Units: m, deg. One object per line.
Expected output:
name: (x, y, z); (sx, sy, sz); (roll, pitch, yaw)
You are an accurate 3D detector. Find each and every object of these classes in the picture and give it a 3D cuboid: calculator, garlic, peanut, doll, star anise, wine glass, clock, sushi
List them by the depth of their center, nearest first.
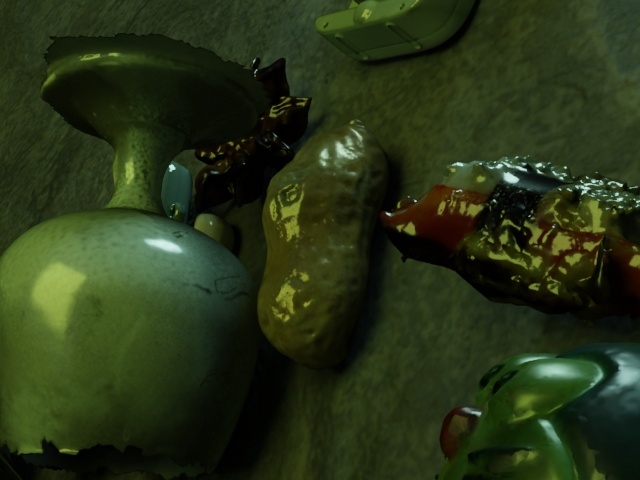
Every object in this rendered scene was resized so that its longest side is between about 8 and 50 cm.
doll: (0.127, 0.186, 0.585); (0.198, 0.186, 0.322); (-95, 20, -85)
sushi: (0.146, -0.001, 0.786); (0.226, 0.097, 0.103); (21, 86, 42)
peanut: (0.000, 0.000, 0.990); (0.099, 0.099, 0.214); (-19, 56, 45)
wine glass: (-0.155, 0.026, 1.019); (0.238, 0.238, 0.323); (-17, 65, 46)
clock: (0.082, -0.254, 1.104); (0.151, 0.062, 0.191); (-3, 61, 52)
garlic: (-0.105, 0.002, 1.169); (0.053, 0.041, 0.083); (-64, 21, 14)
star anise: (-0.067, -0.091, 1.178); (0.168, 0.057, 0.168); (-30, 50, 44)
calculator: (-0.197, 0.013, 1.243); (0.246, 0.045, 0.141); (-32, 43, 49)

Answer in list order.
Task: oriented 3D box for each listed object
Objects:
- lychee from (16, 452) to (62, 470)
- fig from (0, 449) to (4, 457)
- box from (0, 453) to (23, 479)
lychee: (-0.240, 0.152, 1.148); (0.129, 0.123, 0.123); (-17, 51, 45)
fig: (-0.437, 0.240, 1.255); (0.263, 0.224, 0.224); (-29, 38, 4)
box: (-0.286, 0.303, 1.066); (0.270, 0.045, 0.211); (39, 97, 34)
